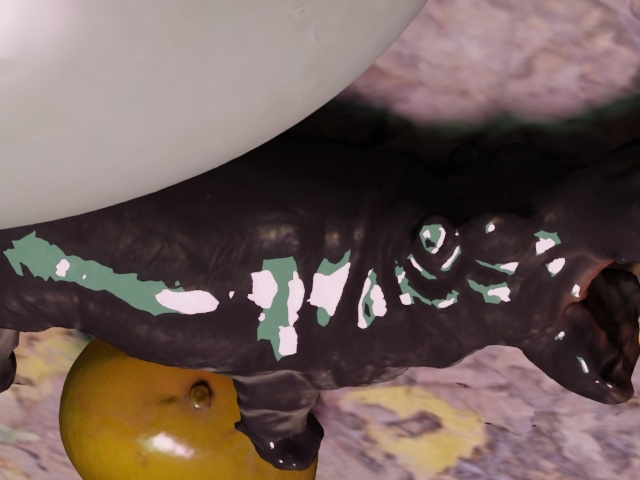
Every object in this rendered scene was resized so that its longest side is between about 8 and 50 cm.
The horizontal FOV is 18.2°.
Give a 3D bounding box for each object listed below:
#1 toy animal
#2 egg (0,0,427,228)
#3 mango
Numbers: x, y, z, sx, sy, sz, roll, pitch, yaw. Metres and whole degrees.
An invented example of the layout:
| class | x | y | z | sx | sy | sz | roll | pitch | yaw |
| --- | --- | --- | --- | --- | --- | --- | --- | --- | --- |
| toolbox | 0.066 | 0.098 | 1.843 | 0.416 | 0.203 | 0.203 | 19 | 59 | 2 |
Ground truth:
| class | x | y | z | sx | sy | sz | roll | pitch | yaw |
| --- | --- | --- | --- | --- | --- | --- | --- | --- | --- |
| toy animal | 0.007 | 0.012 | 0.828 | 0.343 | 0.106 | 0.168 | 2 | 135 | 11 |
| egg | -0.142 | -0.139 | 0.540 | 0.389 | 0.276 | 0.276 | 8 | 143 | 11 |
| mango | -0.065 | 0.102 | 0.983 | 0.130 | 0.092 | 0.194 | 13 | 152 | -2 |
